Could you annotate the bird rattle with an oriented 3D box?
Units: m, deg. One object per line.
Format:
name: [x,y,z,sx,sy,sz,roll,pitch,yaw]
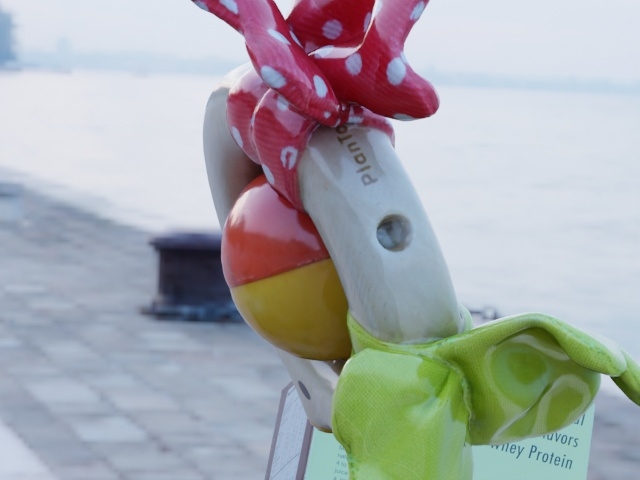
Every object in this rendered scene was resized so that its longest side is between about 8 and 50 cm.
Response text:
bird rattle: [0.000,0.000,0.663,0.143,0.253,0.207,-34,5,-20]

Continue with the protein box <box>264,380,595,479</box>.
protein box: [0.064,0.200,1.216,0.200,0.201,0.136,16,-24,-11]
